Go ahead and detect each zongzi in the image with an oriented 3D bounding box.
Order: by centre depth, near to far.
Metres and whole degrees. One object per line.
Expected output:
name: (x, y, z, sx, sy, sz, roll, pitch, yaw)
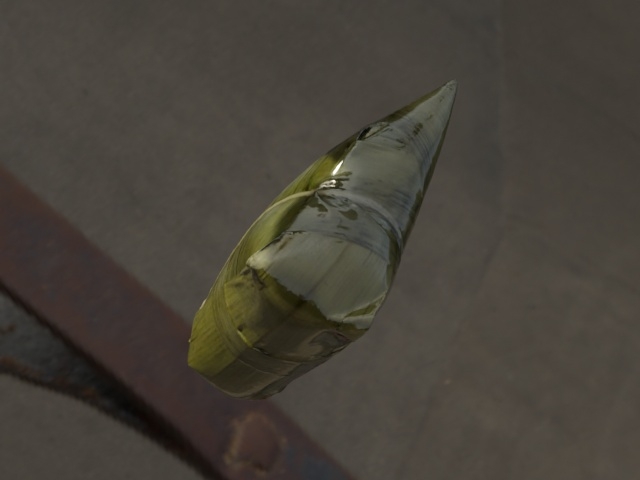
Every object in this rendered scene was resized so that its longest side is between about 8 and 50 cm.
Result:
zongzi: (0.000, 0.002, 0.974, 0.094, 0.205, 0.204, 34, 59, -6)
